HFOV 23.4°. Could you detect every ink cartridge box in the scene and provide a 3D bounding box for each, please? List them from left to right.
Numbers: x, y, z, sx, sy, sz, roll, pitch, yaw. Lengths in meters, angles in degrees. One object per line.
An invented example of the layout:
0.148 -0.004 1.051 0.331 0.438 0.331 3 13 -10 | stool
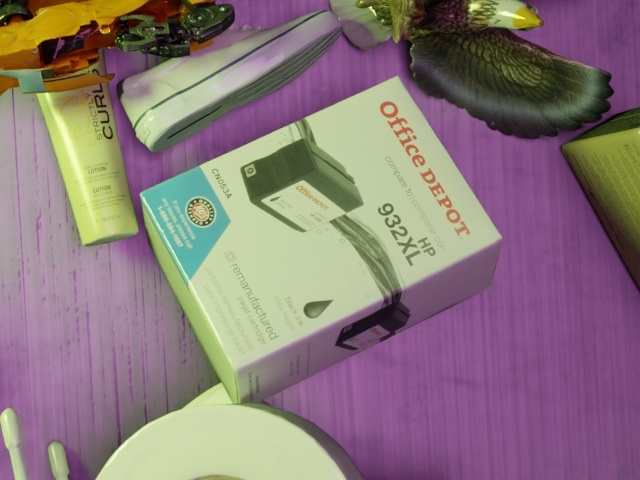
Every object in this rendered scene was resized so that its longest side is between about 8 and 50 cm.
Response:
0.000 0.000 1.602 0.307 0.129 0.223 -25 68 -13 | ink cartridge box
0.391 -0.032 1.705 0.088 0.193 0.235 -33 98 -14 | ink cartridge box

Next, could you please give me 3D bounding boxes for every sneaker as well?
-0.096 -0.193 1.639 0.258 0.094 0.091 -30 79 -20 | sneaker

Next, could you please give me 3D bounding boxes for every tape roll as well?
-0.087 0.297 1.486 0.286 0.100 0.286 -1 85 11 | tape roll

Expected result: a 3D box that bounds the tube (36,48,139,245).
-0.249 -0.115 1.619 0.070 0.062 0.240 -7 81 -55 | tube

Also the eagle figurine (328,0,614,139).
0.183 -0.249 1.683 0.298 0.225 0.226 8 132 -42 | eagle figurine

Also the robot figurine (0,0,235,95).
-0.231 -0.236 1.579 0.291 0.085 0.211 -14 52 -13 | robot figurine

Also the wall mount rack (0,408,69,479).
-0.296 0.340 1.492 0.130 0.350 0.304 24 76 8 | wall mount rack

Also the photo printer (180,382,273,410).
-0.072 0.321 1.635 0.307 0.107 0.256 40 81 -11 | photo printer
